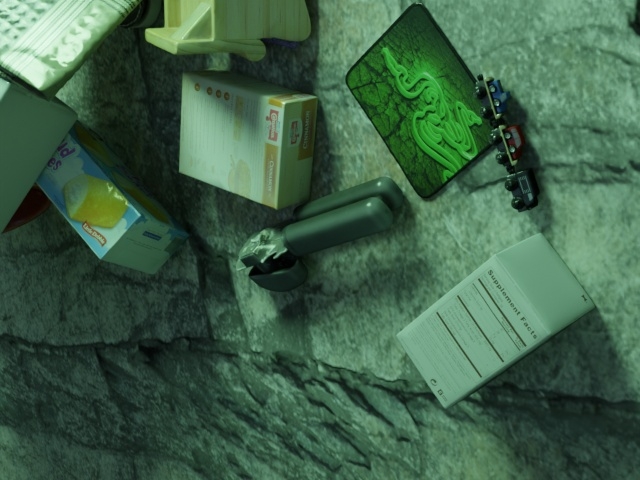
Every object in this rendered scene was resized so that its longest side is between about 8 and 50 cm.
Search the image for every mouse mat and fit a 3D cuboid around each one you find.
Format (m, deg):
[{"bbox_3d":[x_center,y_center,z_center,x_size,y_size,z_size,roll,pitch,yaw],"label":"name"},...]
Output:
[{"bbox_3d":[0.117,-0.161,1.182,0.152,0.007,0.189,-42,76,41],"label":"mouse mat"}]

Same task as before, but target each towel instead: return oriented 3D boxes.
[{"bbox_3d":[-0.370,-0.358,1.354,0.312,0.324,0.056,33,160,18],"label":"towel"}]

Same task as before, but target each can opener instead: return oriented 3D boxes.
[{"bbox_3d":[0.000,0.000,1.308,0.283,0.076,0.095,-17,124,43],"label":"can opener"}]

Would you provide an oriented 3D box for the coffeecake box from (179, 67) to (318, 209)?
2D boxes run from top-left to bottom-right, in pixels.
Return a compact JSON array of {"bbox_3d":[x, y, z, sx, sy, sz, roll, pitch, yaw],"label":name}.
[{"bbox_3d":[-0.098,-0.137,1.336,0.185,0.068,0.142,22,117,35],"label":"coffeecake box"}]

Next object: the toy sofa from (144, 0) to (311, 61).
[{"bbox_3d":[-0.118,-0.409,1.237,0.150,0.177,0.362,-146,53,-59],"label":"toy sofa"}]

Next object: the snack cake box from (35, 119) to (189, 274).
[{"bbox_3d":[-0.331,-0.077,1.492,0.089,0.152,0.264,-47,69,7],"label":"snack cake box"}]

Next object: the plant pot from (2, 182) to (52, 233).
[{"bbox_3d":[-0.611,-0.156,1.668,0.272,0.272,0.265,-30,75,43],"label":"plant pot"}]

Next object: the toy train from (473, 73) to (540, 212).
[{"bbox_3d":[0.205,-0.108,1.103,0.036,0.027,0.158,-18,95,25],"label":"toy train"}]

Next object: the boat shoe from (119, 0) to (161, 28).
[{"bbox_3d":[-0.362,-0.417,1.460,0.324,0.097,0.116,46,127,21],"label":"boat shoe"}]

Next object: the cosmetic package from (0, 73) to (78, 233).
[{"bbox_3d":[-0.574,-0.064,1.415,0.230,0.161,0.453,36,94,23],"label":"cosmetic package"}]

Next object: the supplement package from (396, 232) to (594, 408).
[{"bbox_3d":[0.192,0.090,1.127,0.179,0.105,0.105,-45,73,40],"label":"supplement package"}]
